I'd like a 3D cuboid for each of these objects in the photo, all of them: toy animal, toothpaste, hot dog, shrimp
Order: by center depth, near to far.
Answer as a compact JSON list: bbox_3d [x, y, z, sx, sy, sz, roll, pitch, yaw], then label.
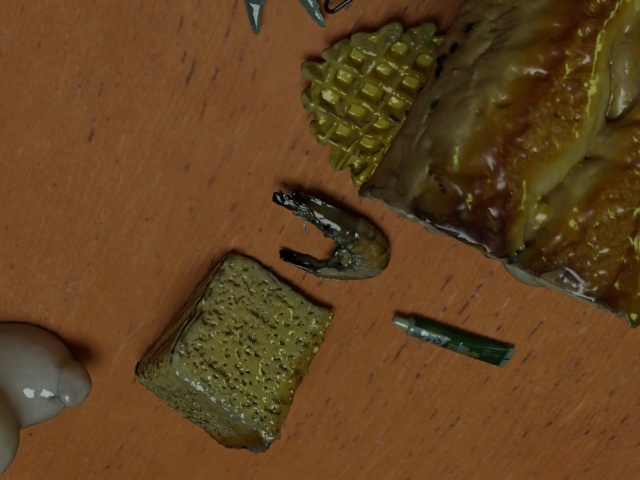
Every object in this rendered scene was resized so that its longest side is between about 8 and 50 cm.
[{"bbox_3d":[0.279,-0.136,1.240,0.367,0.196,0.365,26,92,-10],"label":"hot dog"},{"bbox_3d":[0.000,0.000,1.669,0.217,0.051,0.150,33,134,-21],"label":"shrimp"},{"bbox_3d":[0.210,0.159,1.768,0.204,0.031,0.049,19,131,-7],"label":"toothpaste"},{"bbox_3d":[-0.540,0.306,1.815,0.241,0.367,0.196,0,126,25],"label":"toy animal"}]

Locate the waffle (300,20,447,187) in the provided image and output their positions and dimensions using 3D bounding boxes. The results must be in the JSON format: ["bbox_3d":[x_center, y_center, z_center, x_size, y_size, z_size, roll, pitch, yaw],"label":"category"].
[{"bbox_3d":[0.108,-0.183,1.498,0.261,0.056,0.250,-7,126,18],"label":"waffle"}]

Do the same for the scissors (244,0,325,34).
[{"bbox_3d":[-0.091,-0.423,1.354,0.256,0.029,0.383,-11,124,17],"label":"scissors"}]

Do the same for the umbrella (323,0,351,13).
[{"bbox_3d":[0.114,-0.347,1.374,0.269,0.044,0.044,-27,150,28],"label":"umbrella"}]

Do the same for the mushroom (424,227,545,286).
[{"bbox_3d":[0.250,-0.058,1.456,0.244,0.243,0.243,5,129,6],"label":"mushroom"}]

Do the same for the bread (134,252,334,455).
[{"bbox_3d":[-0.147,0.186,1.833,0.248,0.279,0.315,34,169,-16],"label":"bread"}]
